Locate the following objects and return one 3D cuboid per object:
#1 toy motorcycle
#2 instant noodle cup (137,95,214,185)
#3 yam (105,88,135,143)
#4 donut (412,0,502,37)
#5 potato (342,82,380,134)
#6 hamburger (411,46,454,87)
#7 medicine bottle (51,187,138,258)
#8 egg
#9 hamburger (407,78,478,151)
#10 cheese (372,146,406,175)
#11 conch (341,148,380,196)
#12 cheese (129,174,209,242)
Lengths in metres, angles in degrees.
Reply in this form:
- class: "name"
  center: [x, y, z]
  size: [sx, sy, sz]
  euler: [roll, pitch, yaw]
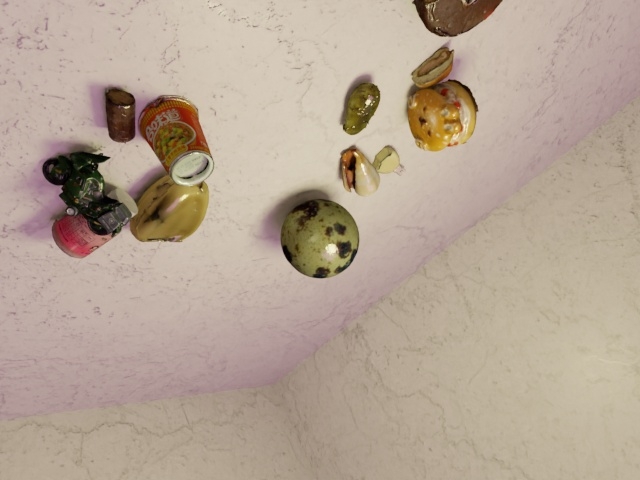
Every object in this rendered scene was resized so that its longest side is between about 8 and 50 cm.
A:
- class: "toy motorcycle"
  center: [-0.648, -0.143, 1.376]
  size: [0.187, 0.125, 0.274]
  euler: [-30, 110, 7]
- class: "instant noodle cup"
  center: [-0.405, -0.277, 1.382]
  size: [0.193, 0.212, 0.193]
  euler: [-24, 151, -14]
- class: "yam"
  center: [-0.541, -0.336, 1.298]
  size: [0.079, 0.079, 0.141]
  euler: [-14, 149, -30]
- class: "donut"
  center: [0.457, -0.790, 1.489]
  size: [0.345, 0.136, 0.259]
  euler: [-38, 154, 15]
- class: "potato"
  center: [0.148, -0.475, 1.741]
  size: [0.117, 0.090, 0.225]
  euler: [-1, 146, -21]
- class: "hamburger"
  center: [0.436, -0.626, 1.784]
  size: [0.176, 0.087, 0.102]
  euler: [-41, 150, 14]
- class: "medicine bottle"
  center: [-0.711, -0.058, 1.516]
  size: [0.247, 0.147, 0.147]
  euler: [-33, 153, 5]
- class: "egg"
  center: [0.000, 0.000, 2.106]
  size: [0.345, 0.345, 0.428]
  euler: [-28, 163, -6]
- class: "hamburger"
  center: [0.464, -0.469, 1.845]
  size: [0.186, 0.303, 0.261]
  euler: [-23, 120, -23]
- class: "cheese"
  center: [0.325, -0.341, 2.183]
  size: [0.127, 0.050, 0.255]
  euler: [-42, 151, 19]
- class: "conch"
  center: [0.169, -0.301, 2.054]
  size: [0.158, 0.127, 0.255]
  euler: [-6, 132, 15]
- class: "cheese"
  center: [-0.508, -0.117, 1.652]
  size: [0.260, 0.128, 0.316]
  euler: [-12, 154, -46]
